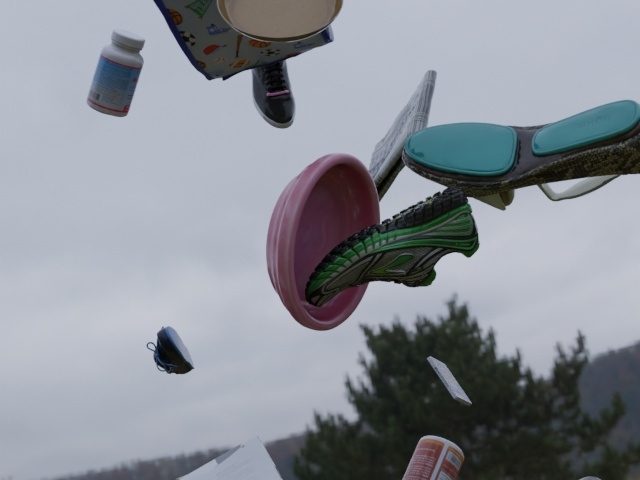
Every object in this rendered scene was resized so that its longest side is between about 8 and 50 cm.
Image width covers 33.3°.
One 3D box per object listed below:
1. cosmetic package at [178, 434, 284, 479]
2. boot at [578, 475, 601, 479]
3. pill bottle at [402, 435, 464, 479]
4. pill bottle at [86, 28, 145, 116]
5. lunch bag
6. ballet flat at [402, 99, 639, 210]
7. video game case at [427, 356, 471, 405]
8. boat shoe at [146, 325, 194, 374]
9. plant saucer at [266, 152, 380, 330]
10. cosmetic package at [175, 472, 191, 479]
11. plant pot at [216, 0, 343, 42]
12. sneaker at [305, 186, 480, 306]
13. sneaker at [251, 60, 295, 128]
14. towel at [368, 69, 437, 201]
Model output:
[{"bbox_3d":[-0.236,0.523,1.957,0.377,0.097,0.284,-29,14,-8],"label":"cosmetic package"},{"bbox_3d":[0.428,0.552,1.945,0.263,0.091,0.229,-56,-7,23],"label":"boot"},{"bbox_3d":[0.261,0.597,2.622,0.121,0.216,0.121,21,-33,14],"label":"pill bottle"},{"bbox_3d":[-0.401,-0.332,2.121,0.087,0.087,0.160,5,-66,-42],"label":"pill bottle"},{"bbox_3d":[-0.172,-0.538,2.362,0.328,0.238,0.385,-17,-39,11],"label":"lunch bag"},{"bbox_3d":[0.396,-0.140,2.005,0.483,0.164,0.182,-6,-45,28],"label":"ballet flat"},{"bbox_3d":[0.299,0.326,2.484,0.011,0.122,0.087,-41,-34,12],"label":"video game case"},{"bbox_3d":[-0.395,0.308,2.808,0.089,0.109,0.258,-20,-30,-4],"label":"boat shoe"},{"bbox_3d":[0.000,0.000,1.996,0.084,0.332,0.332,9,-6,30],"label":"plant saucer"},{"bbox_3d":[-0.273,0.549,2.399,0.041,0.060,0.115,-9,-4,28],"label":"cosmetic package"},{"bbox_3d":[-0.075,-0.441,2.008,0.236,0.236,0.032,-9,-41,-8],"label":"plant pot"},{"bbox_3d":[0.129,0.038,1.933,0.344,0.146,0.134,-26,5,6],"label":"sneaker"},{"bbox_3d":[-0.124,-0.430,2.689,0.105,0.295,0.147,-9,-26,-10],"label":"sneaker"},{"bbox_3d":[0.180,-0.237,2.652,0.056,0.312,0.324,26,-50,-8],"label":"towel"}]
